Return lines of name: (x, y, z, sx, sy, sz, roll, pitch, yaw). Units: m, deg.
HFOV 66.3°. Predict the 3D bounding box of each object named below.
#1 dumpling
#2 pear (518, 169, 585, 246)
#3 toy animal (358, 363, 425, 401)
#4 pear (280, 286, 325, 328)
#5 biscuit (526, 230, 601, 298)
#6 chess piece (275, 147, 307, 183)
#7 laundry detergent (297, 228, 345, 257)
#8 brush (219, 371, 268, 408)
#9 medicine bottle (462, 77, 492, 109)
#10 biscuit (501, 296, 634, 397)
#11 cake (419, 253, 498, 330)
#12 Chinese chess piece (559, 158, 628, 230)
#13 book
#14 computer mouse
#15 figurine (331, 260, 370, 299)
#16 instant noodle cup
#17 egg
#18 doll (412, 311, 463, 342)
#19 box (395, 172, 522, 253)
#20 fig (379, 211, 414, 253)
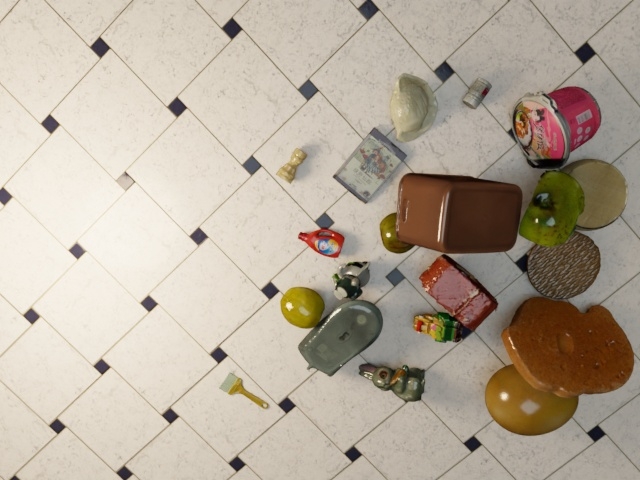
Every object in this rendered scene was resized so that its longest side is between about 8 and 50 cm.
dumpling: (0.315, -0.452, 1.655, 0.167, 0.126, 0.215, -15, 96, -11)
pear: (0.741, -0.102, 1.549, 0.164, 0.255, 0.238, 23, 104, 24)
toy animal: (0.263, 0.527, 1.835, 0.252, 0.125, 0.127, 6, 72, 7)
pear: (-0.065, 0.242, 1.783, 0.162, 0.149, 0.148, 30, 100, 9)
biscuit: (0.873, 0.086, 1.765, 0.262, 0.037, 0.261, 0, 100, 3)
chess piece: (-0.100, -0.267, 1.735, 0.066, 0.066, 0.122, 33, 94, -3)
laundry detergent: (0.000, 0.000, 1.783, 0.165, 0.049, 0.097, 19, 93, 0)
brush: (-0.292, 0.602, 1.923, 0.205, 0.011, 0.083, 33, 99, -4)
medicine bottle: (0.532, -0.499, 1.664, 0.058, 0.058, 0.091, 33, 100, -4)
biscuit: (0.855, 0.371, 1.701, 0.456, 0.349, 0.078, 9, 145, -2)
cake: (0.487, 0.178, 1.731, 0.283, 0.177, 0.151, 39, 100, 1)
Chinese chess piece: (0.920, -0.156, 1.687, 0.250, 0.103, 0.249, 1, 99, 4)
book: (0.175, -0.263, 1.740, 0.157, 0.026, 0.231, 40, 100, -5)
computer mouse: (0.075, 0.349, 1.807, 0.188, 0.122, 0.371, 42, 106, -6)
figurine: (0.115, 0.134, 1.746, 0.126, 0.192, 0.147, 44, 137, 6)
instant noodle cup: (0.780, -0.385, 1.595, 0.182, 0.302, 0.258, -28, 65, -6)
egg: (0.752, 0.561, 1.749, 0.323, 0.250, 0.249, -8, 100, -6)
doll: (0.430, 0.312, 1.787, 0.187, 0.134, 0.106, 7, 102, 8)
box: (0.450, -0.086, 1.589, 0.340, 0.229, 0.239, -1, 102, -26)
fig: (0.302, -0.024, 1.717, 0.187, 0.142, 0.147, -6, 127, 16)
